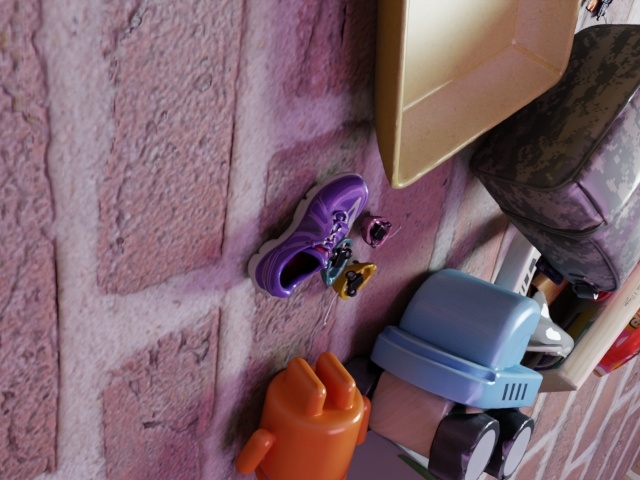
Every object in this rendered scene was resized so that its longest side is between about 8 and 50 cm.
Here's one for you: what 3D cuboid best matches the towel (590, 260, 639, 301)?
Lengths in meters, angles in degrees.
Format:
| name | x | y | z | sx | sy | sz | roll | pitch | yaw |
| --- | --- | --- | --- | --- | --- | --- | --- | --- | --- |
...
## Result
| name | x | y | z | sx | sy | sz | roll | pitch | yaw |
| --- | --- | --- | --- | --- | --- | --- | --- | --- | --- |
| towel | 0.587 | 0.006 | 1.670 | 0.199 | 0.031 | 0.275 | -54 | 170 | 27 |

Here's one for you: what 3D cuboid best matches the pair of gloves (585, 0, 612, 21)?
| name | x | y | z | sx | sy | sz | roll | pitch | yaw |
| --- | --- | --- | --- | --- | --- | --- | --- | --- | --- |
| pair of gloves | 0.399 | -0.351 | 1.264 | 0.083 | 0.010 | 0.074 | 9 | 110 | -59 |

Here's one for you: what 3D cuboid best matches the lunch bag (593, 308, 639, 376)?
| name | x | y | z | sx | sy | sz | roll | pitch | yaw |
| --- | --- | --- | --- | --- | --- | --- | --- | --- | --- |
| lunch bag | 0.652 | 0.157 | 1.856 | 0.258 | 0.120 | 0.293 | -43 | 173 | -45 |

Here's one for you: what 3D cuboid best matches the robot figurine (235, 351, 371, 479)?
| name | x | y | z | sx | sy | sz | roll | pitch | yaw |
| --- | --- | --- | --- | --- | --- | --- | --- | --- | --- |
| robot figurine | -0.019 | 0.248 | 1.141 | 0.158 | 0.128 | 0.219 | -47 | 154 | -56 |

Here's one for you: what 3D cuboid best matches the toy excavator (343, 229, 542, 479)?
| name | x | y | z | sx | sy | sz | roll | pitch | yaw |
| --- | --- | --- | --- | --- | --- | --- | --- | --- | --- |
| toy excavator | 0.263 | 0.111 | 1.344 | 0.433 | 0.222 | 0.445 | 14 | 98 | -58 |

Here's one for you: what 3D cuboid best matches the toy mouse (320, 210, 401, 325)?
| name | x | y | z | sx | sy | sz | roll | pitch | yaw |
| --- | --- | --- | --- | --- | --- | --- | --- | --- | --- |
| toy mouse | 0.038 | 0.005 | 1.082 | 0.161 | 0.031 | 0.143 | -42 | 146 | -22 |

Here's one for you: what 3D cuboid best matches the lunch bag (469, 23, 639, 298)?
| name | x | y | z | sx | sy | sz | roll | pitch | yaw |
| --- | --- | --- | --- | --- | --- | --- | --- | --- | --- |
| lunch bag | 0.390 | -0.103 | 1.221 | 0.256 | 0.212 | 0.305 | 44 | 79 | -28 |

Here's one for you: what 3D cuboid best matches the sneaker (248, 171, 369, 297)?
| name | x | y | z | sx | sy | sz | roll | pitch | yaw |
| --- | --- | --- | --- | --- | --- | --- | --- | --- | --- |
| sneaker | 0.000 | 0.000 | 0.973 | 0.170 | 0.071 | 0.068 | -50 | 125 | -11 |

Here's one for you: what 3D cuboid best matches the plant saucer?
| name | x | y | z | sx | sy | sz | roll | pitch | yaw |
| --- | --- | --- | --- | --- | --- | --- | --- | --- | --- |
| plant saucer | 0.167 | -0.265 | 0.963 | 0.333 | 0.081 | 0.332 | -34 | 142 | -30 |

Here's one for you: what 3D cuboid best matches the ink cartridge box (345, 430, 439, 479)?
| name | x | y | z | sx | sy | sz | roll | pitch | yaw |
| --- | --- | --- | --- | --- | --- | --- | --- | --- | --- |
| ink cartridge box | 0.141 | 0.402 | 1.423 | 0.117 | 0.201 | 0.278 | -54 | 149 | -2 |

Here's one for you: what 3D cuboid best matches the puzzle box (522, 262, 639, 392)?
| name | x | y | z | sx | sy | sz | roll | pitch | yaw |
| --- | --- | --- | --- | --- | --- | --- | --- | --- | --- |
| puzzle box | 0.553 | 0.128 | 1.760 | 0.409 | 0.052 | 0.272 | -49 | 177 | -11 |

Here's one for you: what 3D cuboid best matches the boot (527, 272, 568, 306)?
| name | x | y | z | sx | sy | sz | roll | pitch | yaw |
| --- | --- | --- | --- | --- | --- | --- | --- | --- | --- |
| boot | 0.466 | -0.011 | 1.615 | 0.280 | 0.096 | 0.264 | -39 | 158 | -16 |

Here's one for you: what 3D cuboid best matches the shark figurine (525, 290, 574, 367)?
| name | x | y | z | sx | sy | sz | roll | pitch | yaw |
| --- | --- | --- | --- | --- | --- | --- | --- | --- | --- |
| shark figurine | 0.384 | 0.148 | 1.549 | 0.278 | 0.166 | 0.116 | 14 | 71 | -42 |
